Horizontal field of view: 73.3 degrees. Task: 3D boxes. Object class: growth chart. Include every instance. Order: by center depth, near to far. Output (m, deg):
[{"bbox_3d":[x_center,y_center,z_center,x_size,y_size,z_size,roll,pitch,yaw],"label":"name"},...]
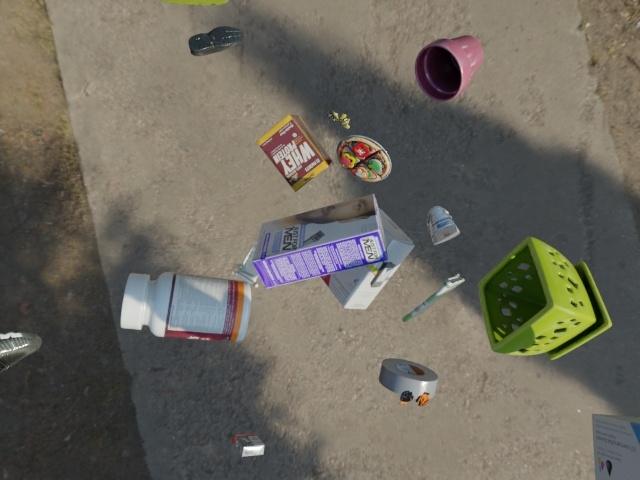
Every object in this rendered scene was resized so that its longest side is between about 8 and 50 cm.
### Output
[{"bbox_3d":[-0.228,0.069,1.686,0.172,0.021,0.237,31,81,34],"label":"growth chart"}]

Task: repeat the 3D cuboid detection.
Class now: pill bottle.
[{"bbox_3d":[-0.251,0.125,0.818,0.221,0.121,0.121,8,90,-18],"label":"pill bottle"}]

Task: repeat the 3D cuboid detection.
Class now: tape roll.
[{"bbox_3d":[0.337,0.529,1.660,0.219,0.219,0.073,12,94,4],"label":"tape roll"}]

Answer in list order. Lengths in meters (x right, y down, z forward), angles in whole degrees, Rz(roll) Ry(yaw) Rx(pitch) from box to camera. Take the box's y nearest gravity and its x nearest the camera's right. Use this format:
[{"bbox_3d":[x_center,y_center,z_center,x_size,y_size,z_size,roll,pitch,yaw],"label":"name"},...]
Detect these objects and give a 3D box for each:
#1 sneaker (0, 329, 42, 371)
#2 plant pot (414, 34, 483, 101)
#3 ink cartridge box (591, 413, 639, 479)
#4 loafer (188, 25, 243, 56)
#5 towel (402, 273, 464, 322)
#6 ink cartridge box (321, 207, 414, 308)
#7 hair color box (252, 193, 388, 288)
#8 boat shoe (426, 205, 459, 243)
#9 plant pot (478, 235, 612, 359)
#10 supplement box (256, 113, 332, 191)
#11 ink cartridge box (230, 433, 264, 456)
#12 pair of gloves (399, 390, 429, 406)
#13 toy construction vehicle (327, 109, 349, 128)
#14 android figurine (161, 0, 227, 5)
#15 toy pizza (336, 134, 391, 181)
[{"bbox_3d":[-0.612,0.239,0.748,0.234,0.078,0.106,-18,60,-31],"label":"sneaker"},{"bbox_3d":[0.461,-0.614,1.497,0.180,0.201,0.201,-38,87,-23],"label":"plant pot"},{"bbox_3d":[0.630,0.463,0.740,0.197,0.198,0.270,7,77,-7],"label":"ink cartridge box"},{"bbox_3d":[-0.316,-0.600,1.302,0.169,0.061,0.062,-19,92,-17],"label":"loafer"},{"bbox_3d":[0.268,0.137,1.032,0.152,0.113,0.023,-46,67,26],"label":"towel"},{"bbox_3d":[0.143,0.056,1.507,0.226,0.131,0.306,51,119,38],"label":"ink cartridge box"},{"bbox_3d":[0.000,0.000,1.161,0.338,0.185,0.110,-13,124,11],"label":"hair color box"},{"bbox_3d":[0.391,-0.052,1.384,0.095,0.258,0.084,-22,74,8],"label":"boat shoe"},{"bbox_3d":[0.567,0.161,1.095,0.207,0.227,0.228,17,46,-11],"label":"plant pot"},{"bbox_3d":[-0.074,-0.278,1.350,0.129,0.194,0.191,-36,99,14],"label":"supplement box"},{"bbox_3d":[-0.208,0.568,1.214,0.062,0.115,0.029,10,87,-28],"label":"ink cartridge box"},{"bbox_3d":[0.274,0.460,1.253,0.083,0.010,0.074,8,129,2],"label":"pair of gloves"},{"bbox_3d":[0.074,-0.459,1.614,0.085,0.098,0.035,26,92,21],"label":"toy construction vehicle"},{"bbox_3d":[-0.197,-0.392,0.604,0.248,0.273,0.056,-4,105,-24],"label":"android figurine"},{"bbox_3d":[0.141,-0.269,1.457,0.201,0.201,0.032,28,60,4],"label":"toy pizza"}]
